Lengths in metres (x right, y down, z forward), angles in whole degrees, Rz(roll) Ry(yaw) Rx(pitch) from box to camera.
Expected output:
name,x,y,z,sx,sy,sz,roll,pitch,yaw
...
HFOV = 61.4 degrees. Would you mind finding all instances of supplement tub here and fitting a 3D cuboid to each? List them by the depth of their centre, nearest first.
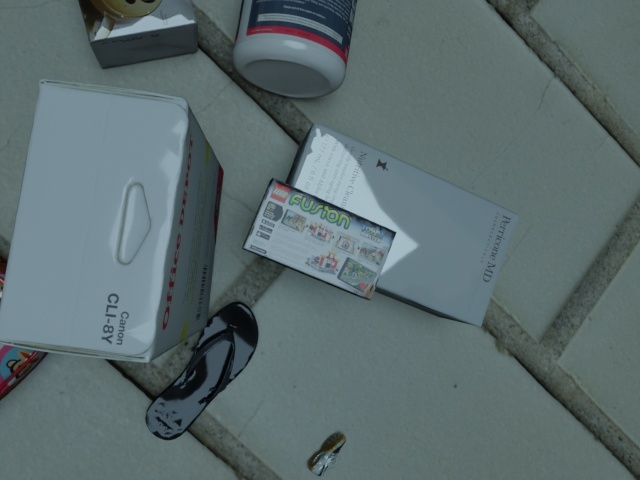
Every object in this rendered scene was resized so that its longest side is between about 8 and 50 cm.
name,x,y,z,sx,sy,sz,roll,pitch,yaw
supplement tub,-0.034,-0.398,0.904,0.191,0.191,0.272,11,84,-13

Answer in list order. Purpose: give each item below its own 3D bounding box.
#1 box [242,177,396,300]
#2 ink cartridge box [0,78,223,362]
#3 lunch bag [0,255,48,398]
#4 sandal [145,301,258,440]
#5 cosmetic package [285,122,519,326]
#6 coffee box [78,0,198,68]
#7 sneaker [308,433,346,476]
name,x,y,z,sx,sy,sz,roll,pitch,yaw
box,0.000,0.000,0.808,0.207,0.036,0.114,24,83,-11
ink cartridge box,-0.239,-0.010,0.719,0.160,0.385,0.279,7,85,-4
lunch bag,-0.561,0.124,0.776,0.293,0.120,0.258,44,78,-8
sandal,-0.186,0.220,0.894,0.097,0.054,0.254,36,79,-9
cosmetic package,0.116,-0.017,0.931,0.385,0.156,0.217,20,84,-10
coffee box,-0.319,-0.455,0.874,0.168,0.119,0.297,-15,90,-13
sneaker,0.017,0.379,0.950,0.083,0.032,0.037,-43,110,-8
